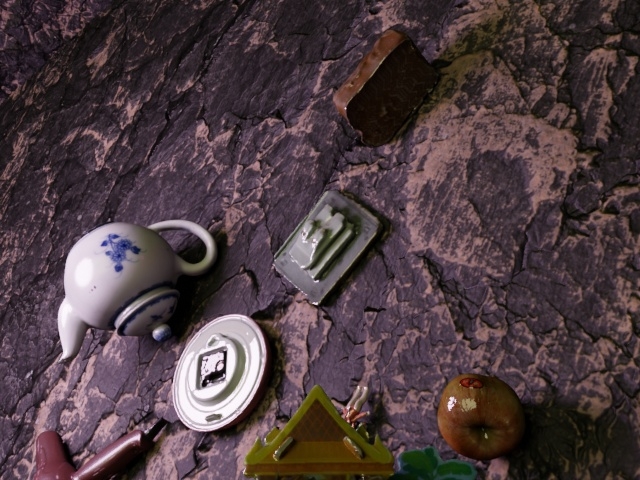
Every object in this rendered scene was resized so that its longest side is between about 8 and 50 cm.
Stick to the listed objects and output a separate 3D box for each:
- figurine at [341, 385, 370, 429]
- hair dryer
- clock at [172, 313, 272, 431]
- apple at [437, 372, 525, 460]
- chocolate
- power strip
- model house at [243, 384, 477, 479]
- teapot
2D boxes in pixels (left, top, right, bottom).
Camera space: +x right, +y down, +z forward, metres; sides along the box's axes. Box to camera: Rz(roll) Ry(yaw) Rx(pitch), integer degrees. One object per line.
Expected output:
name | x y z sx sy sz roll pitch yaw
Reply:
figurine | 0.056 0.296 1.313 0.064 0.047 0.109 -6 50 47
hair dryer | -0.464 0.445 1.641 0.340 0.123 0.312 -36 33 1
clock | -0.198 0.260 1.548 0.244 0.056 0.244 -22 49 28
apple | 0.233 0.256 1.139 0.126 0.126 0.102 -34 12 18
chocolate | 0.124 -0.306 1.590 0.214 0.148 0.093 -48 37 1
power strip | 0.000 0.000 1.547 0.213 0.064 0.198 -53 41 0
model house | 0.060 0.344 1.072 0.357 0.243 0.313 -1 49 -1
teapot | -0.414 0.107 1.720 0.424 0.252 0.280 -36 76 -15
